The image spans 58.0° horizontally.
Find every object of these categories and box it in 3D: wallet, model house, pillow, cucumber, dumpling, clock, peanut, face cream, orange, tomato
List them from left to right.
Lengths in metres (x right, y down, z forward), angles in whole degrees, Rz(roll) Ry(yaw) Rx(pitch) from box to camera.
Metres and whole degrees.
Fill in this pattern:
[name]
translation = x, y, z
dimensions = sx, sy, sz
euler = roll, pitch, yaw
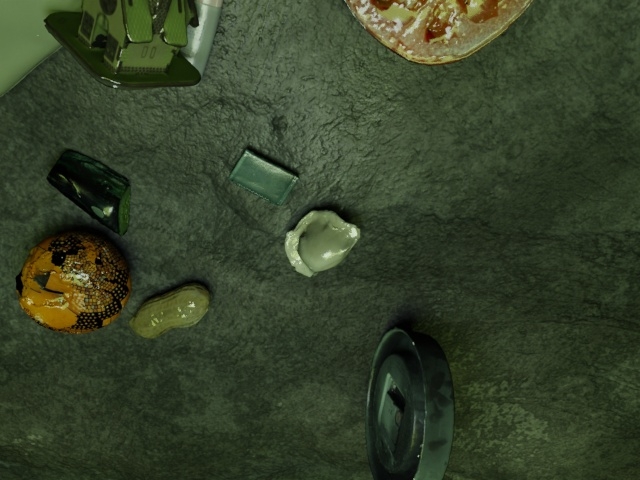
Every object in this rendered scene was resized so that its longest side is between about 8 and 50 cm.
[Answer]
[pillow]
translation = -0.565, -0.381, 0.975
dimensions = 0.322, 0.119, 0.255
euler = -29, 148, 17
[orange]
translation = -0.528, 0.091, 1.253
dimensions = 0.235, 0.182, 0.234
euler = -1, 109, -3
[cucumber]
translation = -0.473, -0.095, 1.206
dimensions = 0.193, 0.085, 0.115
euler = 38, 116, -13
[model house]
translation = -0.275, -0.409, 0.896
dimensions = 0.218, 0.205, 0.278
euler = 42, 126, 20
[peanut]
translation = -0.351, 0.167, 1.353
dimensions = 0.214, 0.090, 0.098
euler = -20, 148, 13
[face cream]
translation = -0.230, -0.384, 1.045
dimensions = 0.084, 0.057, 0.198
euler = 22, 117, 0
[wallet]
translation = -0.119, -0.131, 1.212
dimensions = 0.129, 0.026, 0.088
euler = 27, 121, -16
[dumpling]
translation = 0.000, 0.000, 1.253
dimensions = 0.188, 0.108, 0.127
euler = -34, 90, 33
[clock]
translation = 0.194, 0.394, 1.325
dimensions = 0.077, 0.386, 0.386
euler = 7, 120, -12
[tomato]
translation = 0.188, -0.468, 0.949
dimensions = 0.339, 0.143, 0.338
euler = 1, 125, 1
